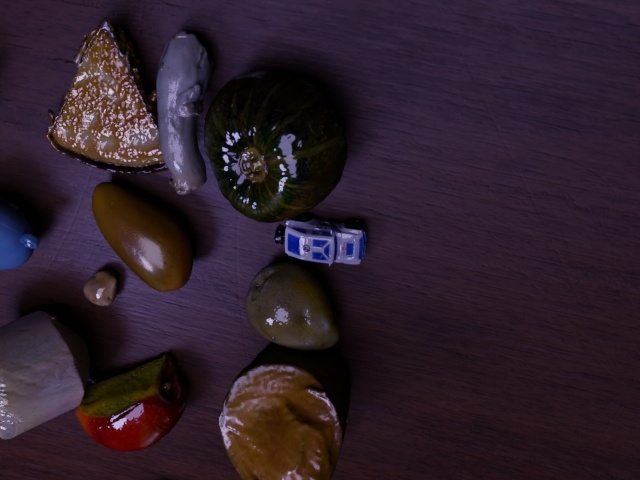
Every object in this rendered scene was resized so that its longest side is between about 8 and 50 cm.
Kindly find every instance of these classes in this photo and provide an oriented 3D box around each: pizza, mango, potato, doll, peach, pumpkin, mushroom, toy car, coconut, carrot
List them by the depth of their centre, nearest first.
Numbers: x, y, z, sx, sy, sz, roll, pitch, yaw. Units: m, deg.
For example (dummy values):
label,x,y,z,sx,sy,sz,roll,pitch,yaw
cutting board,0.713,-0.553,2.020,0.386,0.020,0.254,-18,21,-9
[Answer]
label,x,y,z,sx,sy,sz,roll,pitch,yaw
pumpkin,-0.067,-0.160,1.281,0.260,0.189,0.260,20,126,29
mushroom,-0.237,-0.217,1.309,0.099,0.096,0.277,6,100,19
pizza,-0.399,-0.241,1.371,0.251,0.074,0.287,-11,114,18
toy car,0.000,0.000,1.408,0.171,0.070,0.080,8,120,9
mango,-0.339,-0.013,1.461,0.138,0.113,0.253,-36,98,31
potato,-0.047,0.137,1.464,0.194,0.157,0.157,38,121,-23
carrot,-0.065,0.332,1.472,0.242,0.340,0.241,2,101,8
doll,-0.695,-0.027,1.524,0.314,0.141,0.177,14,153,18
potato,-0.455,0.099,1.584,0.068,0.062,0.083,30,100,-21
coconut,-0.609,0.274,1.614,0.239,0.244,0.239,24,127,36
peach,-0.420,0.381,1.655,0.267,0.154,0.158,-21,116,12

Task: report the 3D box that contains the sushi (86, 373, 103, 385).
label,x,y,z,sx,sy,sz,roll,pitch,yaw
sushi,-0.507,0.367,1.757,0.126,0.026,0.120,42,115,-17

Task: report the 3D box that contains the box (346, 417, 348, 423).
label,x,y,z,sx,sy,sz,roll,pitch,yaw
box,-0.021,0.457,1.673,0.040,0.055,0.218,36,121,-9
